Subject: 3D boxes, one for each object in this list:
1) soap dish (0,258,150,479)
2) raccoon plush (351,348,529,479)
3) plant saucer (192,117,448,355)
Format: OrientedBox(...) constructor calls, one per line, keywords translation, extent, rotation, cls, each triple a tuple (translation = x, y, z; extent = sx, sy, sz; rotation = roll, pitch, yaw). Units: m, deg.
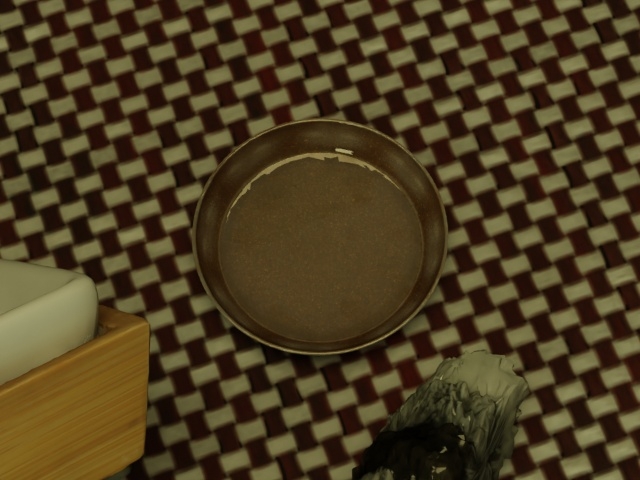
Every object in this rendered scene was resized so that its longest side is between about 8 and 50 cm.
OrientedBox(translation=(-0.254, 0.118, 1.035), extent=(0.291, 0.229, 0.118), rotation=(-26, 105, -24), cls="soap dish")
OrientedBox(translation=(-0.096, 0.221, 1.077), extent=(0.299, 0.216, 0.446), rotation=(17, 40, 22), cls="raccoon plush")
OrientedBox(translation=(0.000, 0.000, 1.201), extent=(0.168, 0.029, 0.168), rotation=(-1, 69, 2), cls="plant saucer")
